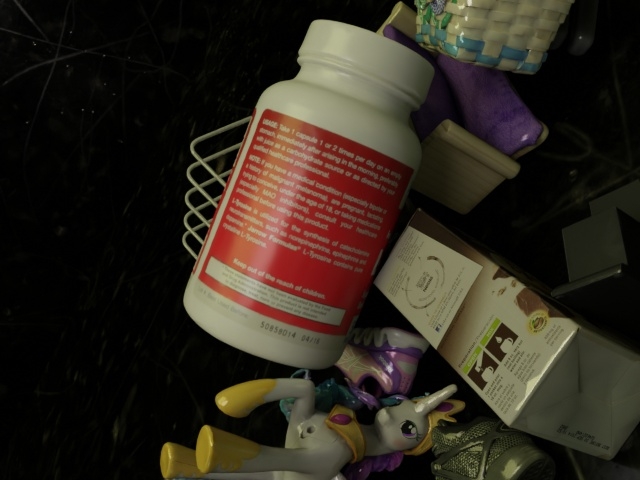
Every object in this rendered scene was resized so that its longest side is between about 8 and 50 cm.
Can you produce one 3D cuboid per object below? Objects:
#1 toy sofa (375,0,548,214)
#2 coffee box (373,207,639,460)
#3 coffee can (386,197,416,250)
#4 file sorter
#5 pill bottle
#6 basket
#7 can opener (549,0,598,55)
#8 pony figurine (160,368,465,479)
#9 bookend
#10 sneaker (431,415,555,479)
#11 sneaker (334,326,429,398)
[{"bbox_3d":[0.192,-0.234,1.028,0.177,0.150,0.363,-46,35,33],"label":"toy sofa"},{"bbox_3d":[0.209,0.093,0.747,0.119,0.168,0.297,-59,31,10],"label":"coffee box"},{"bbox_3d":[0.000,0.000,1.110,0.275,0.201,0.201,-53,32,21],"label":"coffee can"},{"bbox_3d":[-0.142,-0.069,1.235,0.173,0.192,0.278,45,144,21],"label":"file sorter"},{"bbox_3d":[-0.007,-0.060,0.863,0.229,0.229,0.408,31,101,60],"label":"pill bottle"},{"bbox_3d":[0.235,-0.380,0.864,0.255,0.201,0.289,-113,35,-66],"label":"basket"},{"bbox_3d":[0.367,-0.388,0.965,0.095,0.076,0.284,102,-179,-72],"label":"can opener"},{"bbox_3d":[-0.016,0.311,0.836,0.303,0.363,0.351,58,135,47],"label":"pony figurine"},{"bbox_3d":[0.305,0.003,0.671,0.072,0.157,0.156,-31,45,44],"label":"bookend"},{"bbox_3d":[0.159,0.299,0.764,0.228,0.087,0.130,-57,29,9],"label":"sneaker"},{"bbox_3d":[0.062,0.186,0.995,0.236,0.095,0.105,-9,69,54],"label":"sneaker"}]
